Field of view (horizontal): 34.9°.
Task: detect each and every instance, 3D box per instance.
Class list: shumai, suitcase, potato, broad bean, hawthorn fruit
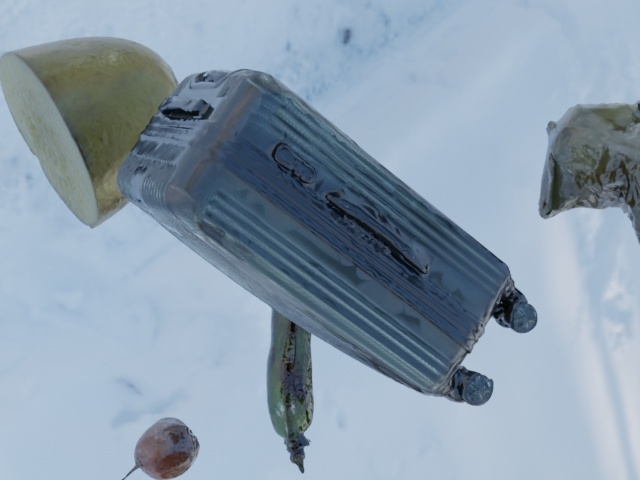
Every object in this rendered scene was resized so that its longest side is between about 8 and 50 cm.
[{"bbox_3d":[0.299,-0.071,0.966,0.206,0.175,0.167,-58,164,-67],"label":"shumai"},{"bbox_3d":[0.000,0.000,0.789,0.312,0.202,0.128,38,82,-23],"label":"suitcase"},{"bbox_3d":[-0.216,-0.131,1.047,0.158,0.203,0.178,-26,133,-22],"label":"potato"},{"bbox_3d":[-0.035,0.117,1.273,0.077,0.061,0.339,49,41,-71],"label":"broad bean"},{"bbox_3d":[-0.183,0.236,1.109,0.103,0.067,0.067,-28,127,-7],"label":"hawthorn fruit"}]
